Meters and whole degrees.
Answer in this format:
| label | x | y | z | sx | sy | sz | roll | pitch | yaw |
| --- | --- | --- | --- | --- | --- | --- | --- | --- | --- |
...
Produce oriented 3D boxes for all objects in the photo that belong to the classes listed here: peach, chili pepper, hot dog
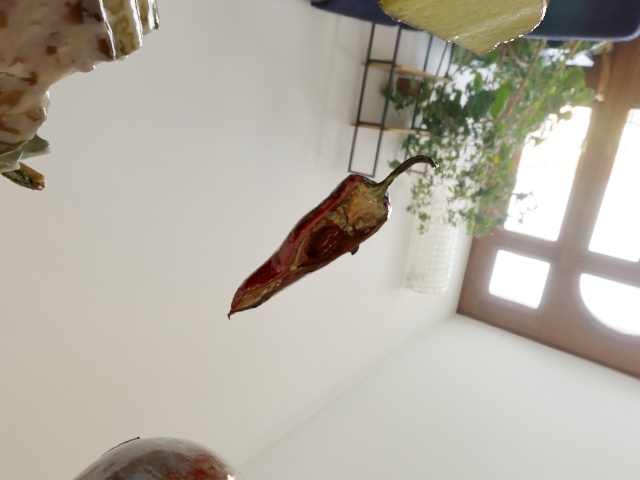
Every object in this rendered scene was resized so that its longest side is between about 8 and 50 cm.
| label | x | y | z | sx | sy | sz | roll | pitch | yaw |
| --- | --- | --- | --- | --- | --- | --- | --- | --- | --- |
| peach | 0.215 | -0.510 | 0.782 | 0.380 | 0.306 | 0.242 | 8 | 163 | -29 |
| chili pepper | 0.000 | 0.000 | 0.465 | 0.059 | 0.268 | 0.050 | 48 | -154 | -4 |
| hot dog | -0.601 | -0.133 | 0.937 | 0.133 | 0.056 | 0.041 | 28 | -134 | 3 |

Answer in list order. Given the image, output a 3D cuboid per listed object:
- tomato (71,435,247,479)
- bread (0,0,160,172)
| label | x | y | z | sx | sy | sz | roll | pitch | yaw |
| --- | --- | --- | --- | --- | --- | --- | --- | --- | --- |
| tomato | -0.198 | 0.385 | 0.521 | 0.282 | 0.317 | 0.316 | 20 | -161 | 23 |
| bread | -0.294 | -0.153 | 0.334 | 0.314 | 0.191 | 0.370 | -32 | 173 | -22 |
